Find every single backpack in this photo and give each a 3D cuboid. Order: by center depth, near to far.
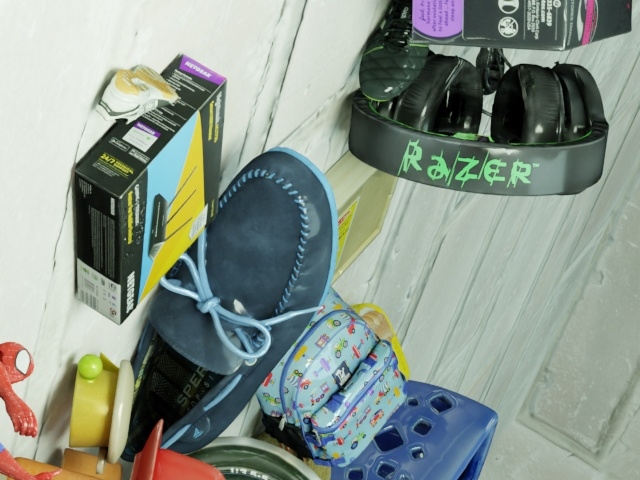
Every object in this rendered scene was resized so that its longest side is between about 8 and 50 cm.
[{"bbox_3d":[0.004,0.139,2.135,0.158,0.117,0.173,-46,146,-20],"label":"backpack"}]

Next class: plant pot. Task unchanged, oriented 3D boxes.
[{"bbox_3d":[0.068,0.302,2.549,0.236,0.212,0.236,-51,163,-30],"label":"plant pot"}]

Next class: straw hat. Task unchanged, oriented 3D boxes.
[{"bbox_3d":[-0.045,0.243,2.331,0.061,0.144,0.144,-20,178,19],"label":"straw hat"}]

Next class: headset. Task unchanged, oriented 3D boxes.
[{"bbox_3d":[0.161,-0.145,1.950,0.394,0.243,0.185,-64,161,-73],"label":"headset"}]

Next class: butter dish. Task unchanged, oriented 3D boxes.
[{"bbox_3d":[-0.113,0.257,1.698,0.160,0.118,0.160,106,-5,-58],"label":"butter dish"}]

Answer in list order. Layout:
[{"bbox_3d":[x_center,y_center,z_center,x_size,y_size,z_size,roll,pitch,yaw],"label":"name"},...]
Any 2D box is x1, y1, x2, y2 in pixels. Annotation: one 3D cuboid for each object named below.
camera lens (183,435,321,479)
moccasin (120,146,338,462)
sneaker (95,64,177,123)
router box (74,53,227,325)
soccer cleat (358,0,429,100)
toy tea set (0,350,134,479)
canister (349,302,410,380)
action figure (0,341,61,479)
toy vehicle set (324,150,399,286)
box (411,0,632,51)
[{"bbox_3d":[-0.092,0.307,1.918,0.219,0.219,0.274,-56,178,-12],"label":"camera lens"},{"bbox_3d":[-0.083,0.077,1.700,0.117,0.138,0.342,-31,150,-49],"label":"moccasin"},{"bbox_3d":[-0.130,-0.099,1.386,0.037,0.032,0.083,-48,165,17],"label":"sneaker"},{"bbox_3d":[-0.127,-0.036,1.486,0.133,0.046,0.179,-51,164,-29],"label":"router box"},{"bbox_3d":[0.084,-0.209,1.851,0.179,0.060,0.072,-59,158,-25],"label":"soccer cleat"},{"bbox_3d":[-0.235,0.247,1.657,0.200,0.124,0.336,-87,-173,-45],"label":"toy tea set"},{"bbox_3d":[0.030,0.164,2.329,0.170,0.073,0.126,-46,118,-50],"label":"canister"},{"bbox_3d":[-0.242,0.138,1.283,0.091,0.139,0.280,-64,168,27],"label":"action figure"},{"bbox_3d":[0.000,0.000,2.031,0.267,0.035,0.166,-46,162,-42],"label":"toy vehicle set"},{"bbox_3d":[0.192,-0.264,1.812,0.270,0.143,0.165,-26,119,-67],"label":"box"}]
